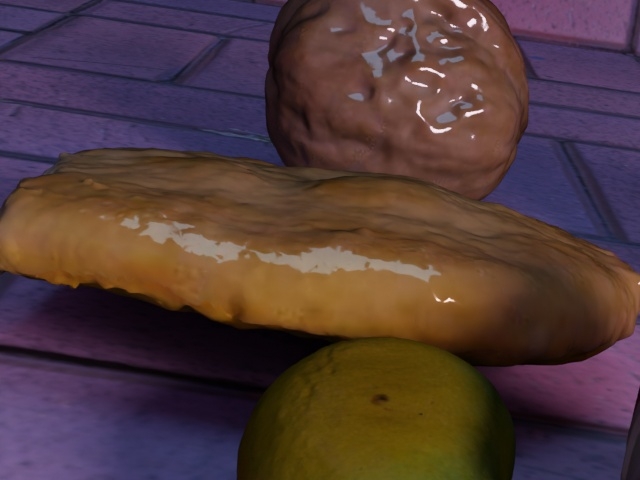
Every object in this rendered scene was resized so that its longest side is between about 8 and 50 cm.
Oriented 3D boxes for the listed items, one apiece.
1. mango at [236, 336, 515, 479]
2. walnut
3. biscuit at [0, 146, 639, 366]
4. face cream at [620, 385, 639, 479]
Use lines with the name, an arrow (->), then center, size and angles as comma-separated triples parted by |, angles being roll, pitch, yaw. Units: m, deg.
mango -> 0.024, 0.113, 0.711 | 0.137, 0.091, 0.237 | 4, 14, 12
walnut -> 0.077, -0.149, 1.407 | 0.273, 0.227, 0.273 | 12, 13, -3
biscuit -> 0.000, -0.001, 1.004 | 0.446, 0.104, 0.429 | 10, 6, 15
face cream -> 0.232, 0.095, 0.671 | 0.175, 0.175, 0.195 | 12, 29, 13
